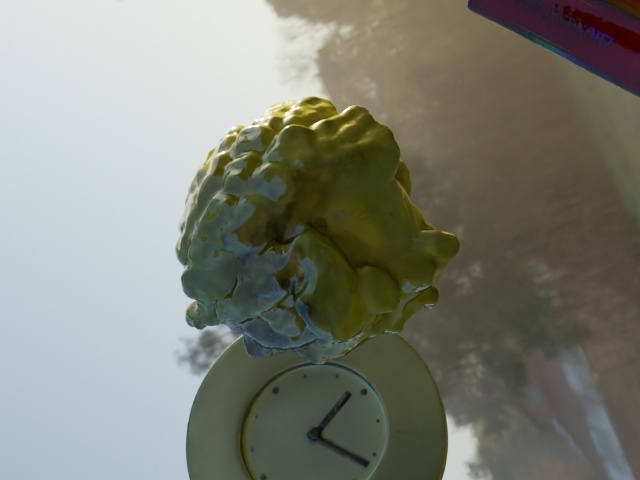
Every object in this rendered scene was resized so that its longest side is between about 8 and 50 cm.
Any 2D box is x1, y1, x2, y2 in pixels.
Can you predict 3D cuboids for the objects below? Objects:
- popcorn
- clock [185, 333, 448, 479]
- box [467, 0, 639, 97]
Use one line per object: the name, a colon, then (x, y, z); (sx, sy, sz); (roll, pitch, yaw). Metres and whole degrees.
popcorn: (-0.001, -0.001, 0.721); (0.142, 0.173, 0.173); (132, 116, -75)
clock: (-0.004, 0.173, 1.018); (0.029, 0.235, 0.235); (64, -173, -62)
box: (0.307, -0.288, 1.103); (0.197, 0.313, 0.089); (32, 147, 18)
